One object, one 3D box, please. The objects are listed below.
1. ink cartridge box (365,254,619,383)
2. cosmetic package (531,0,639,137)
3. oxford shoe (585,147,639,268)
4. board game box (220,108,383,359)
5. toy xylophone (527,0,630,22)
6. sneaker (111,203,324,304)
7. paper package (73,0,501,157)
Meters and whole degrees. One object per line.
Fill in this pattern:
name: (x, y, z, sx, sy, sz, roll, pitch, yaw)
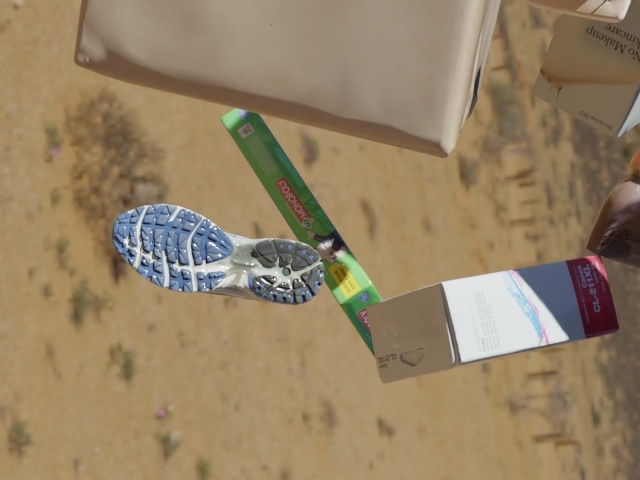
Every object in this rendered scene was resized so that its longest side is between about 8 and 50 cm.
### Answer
ink cartridge box: (0.147, 0.068, 1.230, 0.127, 0.175, 0.072, -23, -103, 58)
cosmetic package: (0.449, -0.329, 2.101, 0.113, 0.160, 0.309, -32, 146, -51)
oxford shoe: (0.403, 0.057, 1.363, 0.364, 0.132, 0.130, 37, 3, -16)
board game box: (0.000, 0.000, 1.697, 0.317, 0.046, 0.213, 57, 1, 35)
toy xylophone: (0.190, -0.336, 1.353, 0.323, 0.236, 0.081, 42, 72, -44)
sneaker: (-0.069, 0.015, 0.902, 0.058, 0.135, 0.052, 160, -54, -75)
paper package: (-0.005, -0.255, 1.144, 0.168, 0.325, 0.309, -48, 151, -71)
